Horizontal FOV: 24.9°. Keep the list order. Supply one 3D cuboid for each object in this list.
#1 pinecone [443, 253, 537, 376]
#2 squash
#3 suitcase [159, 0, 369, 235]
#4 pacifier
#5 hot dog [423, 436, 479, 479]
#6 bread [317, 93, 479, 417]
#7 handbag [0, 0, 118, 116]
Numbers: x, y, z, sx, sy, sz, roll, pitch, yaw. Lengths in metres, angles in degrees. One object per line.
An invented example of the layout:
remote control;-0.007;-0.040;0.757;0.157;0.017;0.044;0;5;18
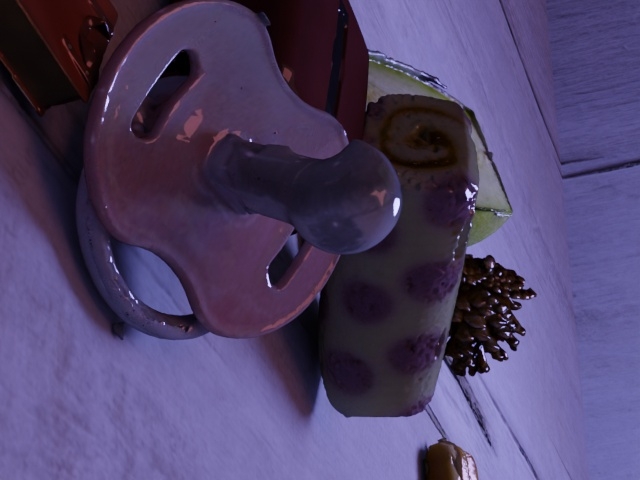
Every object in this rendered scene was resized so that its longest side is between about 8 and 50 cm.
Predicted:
pinecone;0.226;0.106;2.166;0.179;0.150;0.195;13;73;-22
squash;0.099;-0.140;1.871;0.309;0.210;0.233;57;15;-58
suitcase;-0.055;-0.164;1.484;0.297;0.161;0.236;-84;156;-45
pacifier;-0.062;-0.053;1.243;0.332;0.273;0.220;51;27;-41
hot dog;0.192;0.403;2.028;0.109;0.072;0.269;45;36;-57
bread;0.081;0.023;1.634;0.187;0.155;0.338;-89;-175;-54
handbag;-0.232;-0.206;1.137;0.127;0.063;0.190;-81;151;-47
